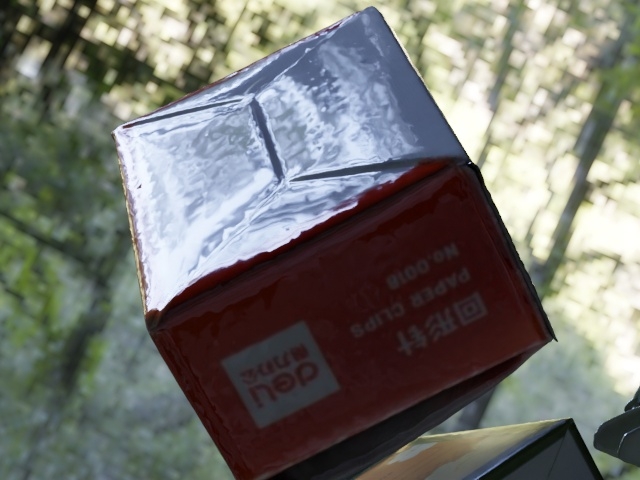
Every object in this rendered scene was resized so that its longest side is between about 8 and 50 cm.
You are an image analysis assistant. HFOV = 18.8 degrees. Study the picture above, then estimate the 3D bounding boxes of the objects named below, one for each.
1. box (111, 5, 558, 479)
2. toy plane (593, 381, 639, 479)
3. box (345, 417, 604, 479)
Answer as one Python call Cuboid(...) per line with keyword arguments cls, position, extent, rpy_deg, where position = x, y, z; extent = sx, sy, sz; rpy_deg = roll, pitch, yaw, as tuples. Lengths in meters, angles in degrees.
Cuboid(cls="box", position=(0.000, 0.000, 0.758), extent=(0.099, 0.133, 0.182), rpy_deg=(60, 3, -28))
Cuboid(cls="toy plane", position=(0.253, 0.054, 1.136), extent=(0.088, 0.262, 0.192), rpy_deg=(33, -4, -15))
Cuboid(cls="box", position=(0.044, 0.200, 0.779), extent=(0.195, 0.177, 0.148), rpy_deg=(62, -27, -5))
